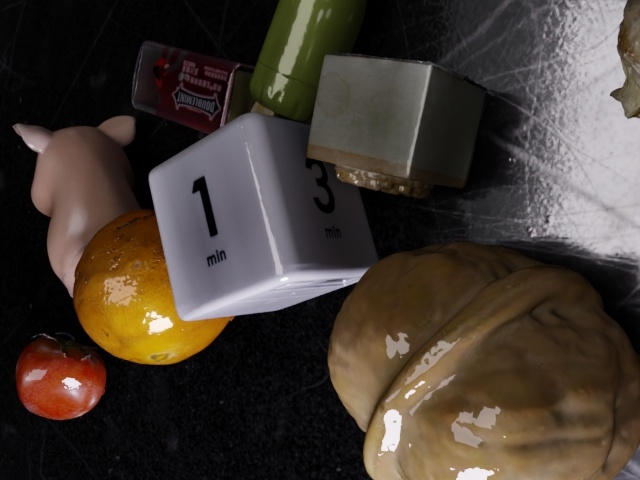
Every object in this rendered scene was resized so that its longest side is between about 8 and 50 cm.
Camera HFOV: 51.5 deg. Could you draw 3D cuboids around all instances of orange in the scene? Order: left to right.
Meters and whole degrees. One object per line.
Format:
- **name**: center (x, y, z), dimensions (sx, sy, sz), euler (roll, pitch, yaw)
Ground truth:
- **orange**: center (-0.242, 0.068, 0.984), dimensions (0.240, 0.240, 0.240), euler (2, 93, 38)

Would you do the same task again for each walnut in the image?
- **walnut**: center (0.152, 0.133, 0.659), dimensions (0.296, 0.285, 0.285), euler (46, 118, 34)

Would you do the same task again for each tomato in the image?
- **tomato**: center (-0.484, 0.255, 1.230), dimensions (0.167, 0.167, 0.167), euler (2, 93, 38)

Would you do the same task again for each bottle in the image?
- **bottle**: center (-0.001, -0.289, 0.858), dimensions (0.112, 0.112, 0.260), euler (35, 112, 32)

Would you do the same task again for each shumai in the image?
- **shumai**: center (0.325, -0.166, 0.615), dimensions (0.146, 0.145, 0.116), euler (59, 160, 20)

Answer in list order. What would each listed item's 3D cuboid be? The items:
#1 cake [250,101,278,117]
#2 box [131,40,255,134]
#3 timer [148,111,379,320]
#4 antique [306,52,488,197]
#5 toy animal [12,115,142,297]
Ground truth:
- **cake**: center (-0.093, -0.155, 0.972), dimensions (0.052, 0.065, 0.121), euler (9, 90, 35)
- **box**: center (-0.199, -0.238, 1.044), dimensions (0.224, 0.069, 0.120), euler (25, 106, 33)
- **timer**: center (-0.069, -0.022, 0.821), dimensions (0.194, 0.192, 0.195), euler (-23, 76, 34)
- **antique**: center (0.088, -0.129, 0.768), dimensions (0.146, 0.152, 0.148), euler (16, 99, 35)
- **toy animal**: center (-0.388, -0.061, 1.137), dimensions (0.256, 0.195, 0.213), euler (63, 147, 19)
